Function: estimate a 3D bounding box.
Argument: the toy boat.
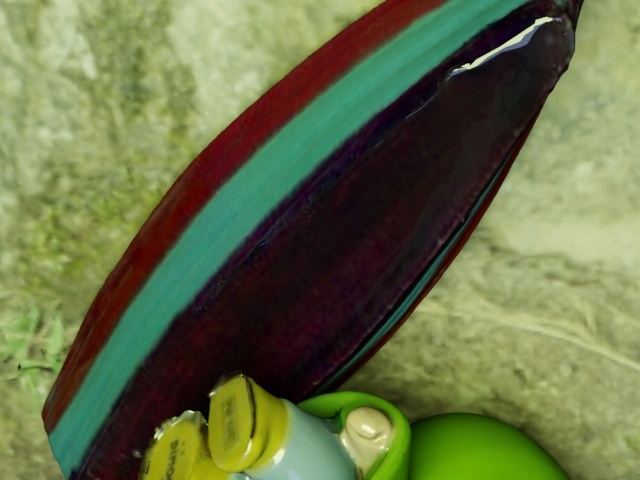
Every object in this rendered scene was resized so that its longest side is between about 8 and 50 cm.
[{"bbox_3d":[0.000,0.000,0.871,0.136,0.079,0.392,33,120,-17],"label":"toy boat"}]

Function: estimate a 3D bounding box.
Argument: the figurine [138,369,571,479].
[{"bbox_3d":[0.034,0.145,0.894,0.162,0.143,0.263,-42,126,20],"label":"figurine"}]
